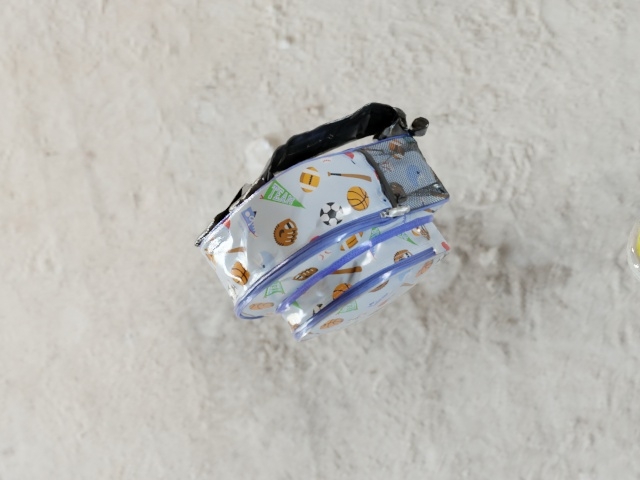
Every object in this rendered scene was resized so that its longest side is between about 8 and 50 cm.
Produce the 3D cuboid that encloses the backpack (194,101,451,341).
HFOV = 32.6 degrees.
[{"bbox_3d":[0.000,0.000,1.288,0.276,0.263,0.213,-48,63,40],"label":"backpack"}]

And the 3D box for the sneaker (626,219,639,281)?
[{"bbox_3d":[0.485,-0.077,1.132,0.384,0.147,0.145,-32,63,0],"label":"sneaker"}]
